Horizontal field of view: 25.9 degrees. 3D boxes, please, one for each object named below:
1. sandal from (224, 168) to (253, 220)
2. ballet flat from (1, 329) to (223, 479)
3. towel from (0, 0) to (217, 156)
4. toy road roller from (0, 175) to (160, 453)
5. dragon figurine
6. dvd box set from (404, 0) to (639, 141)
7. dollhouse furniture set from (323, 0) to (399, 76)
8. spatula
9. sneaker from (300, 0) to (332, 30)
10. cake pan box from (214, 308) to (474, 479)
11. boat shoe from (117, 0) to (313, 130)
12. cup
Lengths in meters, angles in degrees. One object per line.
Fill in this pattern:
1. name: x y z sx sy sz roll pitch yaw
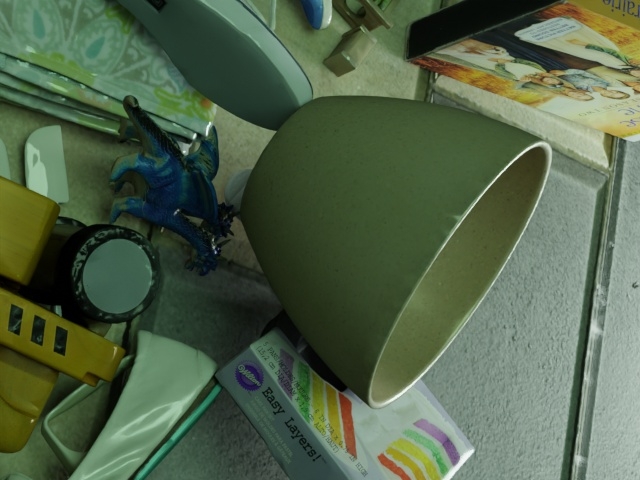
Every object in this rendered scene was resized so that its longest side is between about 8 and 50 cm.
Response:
1. sandal: 0.001 -0.009 1.651 0.265 0.076 0.102 23 58 -14
2. ballet flat: -0.249 0.247 1.405 0.139 0.139 0.400 48 54 -17
3. towel: -0.245 -0.303 1.535 0.320 0.090 0.374 18 70 -33
4. toy road roller: -0.335 0.053 1.319 0.329 0.202 0.241 30 79 -30
5. dragon figurine: -0.148 -0.071 1.481 0.144 0.289 0.085 6 52 -5
6. dvd box set: 0.364 -0.232 1.800 0.420 0.307 0.062 15 75 -32
7. dollhouse furniture set: 0.077 -0.316 1.708 0.101 0.161 0.182 45 58 -18
8. spatula: -0.338 0.000 1.451 0.168 0.019 0.242 -3 86 -36
9. sneaker: -0.043 -0.323 1.694 0.084 0.058 0.152 -20 104 -23
10. cake pan box: 0.031 0.189 1.540 0.267 0.070 0.246 53 28 6
11. boat shoe: -0.129 -0.284 1.492 0.367 0.136 0.156 40 56 -12
12. cup: 0.056 -0.023 1.480 0.237 0.331 0.331 34 56 16
